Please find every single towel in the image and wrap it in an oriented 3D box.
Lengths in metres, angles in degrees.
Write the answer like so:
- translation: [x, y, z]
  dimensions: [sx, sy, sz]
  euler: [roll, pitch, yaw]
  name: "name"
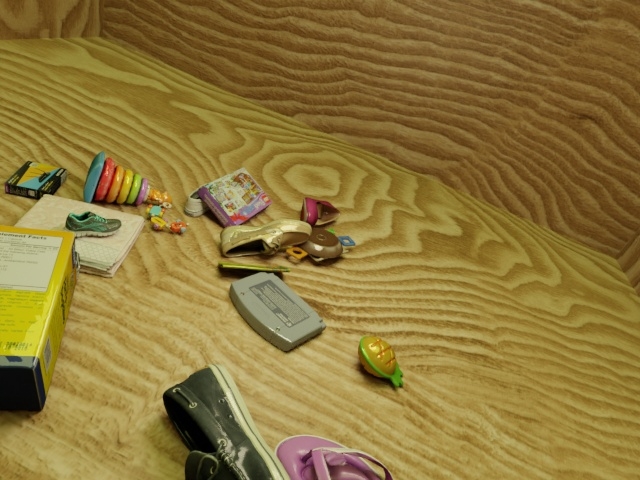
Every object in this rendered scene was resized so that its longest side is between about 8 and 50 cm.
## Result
- translation: [-0.227, 0.091, 1.489]
  dimensions: [0.237, 0.021, 0.102]
  euler: [6, -3, -23]
  name: "towel"
- translation: [-0.771, -0.028, 1.370]
  dimensions: [0.331, 0.053, 0.317]
  euler: [15, 31, -12]
  name: "towel"

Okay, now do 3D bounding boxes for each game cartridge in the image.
- translation: [-0.146, 0.217, 1.363]
  dimensions: [0.294, 0.060, 0.196]
  euler: [39, 32, 28]
  name: "game cartridge"

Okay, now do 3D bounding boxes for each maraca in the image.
- translation: [0.185, 0.362, 1.295]
  dimensions: [0.185, 0.099, 0.127]
  euler: [44, 26, -11]
  name: "maraca"

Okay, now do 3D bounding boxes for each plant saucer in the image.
- translation: [0.000, 0.000, 1.718]
  dimensions: [0.198, 0.036, 0.199]
  euler: [13, 30, -8]
  name: "plant saucer"

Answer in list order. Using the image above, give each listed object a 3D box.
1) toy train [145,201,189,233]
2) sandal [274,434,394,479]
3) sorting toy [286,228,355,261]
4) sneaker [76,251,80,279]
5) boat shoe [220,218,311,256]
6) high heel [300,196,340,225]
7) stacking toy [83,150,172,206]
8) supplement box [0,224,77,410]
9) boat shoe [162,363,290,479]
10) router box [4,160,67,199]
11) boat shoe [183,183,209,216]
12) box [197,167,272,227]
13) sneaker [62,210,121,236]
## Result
- translation: [-0.565, -0.072, 1.575]
  dimensions: [0.125, 0.046, 0.166]
  euler: [-10, 46, -43]
  name: "toy train"
- translation: [0.069, 0.490, 0.880]
  dimensions: [0.416, 0.102, 0.169]
  euler: [15, 19, 43]
  name: "sandal"
- translation: [-0.013, 0.025, 1.755]
  dimensions: [0.347, 0.047, 0.196]
  euler: [-14, 41, -44]
  name: "sorting toy"
- translation: [-0.768, 0.052, 1.192]
  dimensions: [0.163, 0.086, 0.226]
  euler: [-26, 65, -39]
  name: "sneaker"
- translation: [-0.193, 0.005, 1.592]
  dimensions: [0.341, 0.122, 0.110]
  euler: [-7, 49, -11]
  name: "boat shoe"
- translation: [0.009, -0.117, 1.834]
  dimensions: [0.181, 0.127, 0.377]
  euler: [9, 14, -3]
  name: "high heel"
- translation: [-0.700, -0.193, 1.600]
  dimensions: [0.301, 0.175, 0.166]
  euler: [17, 20, -31]
  name: "stacking toy"
- translation: [-0.672, 0.159, 0.934]
  dimensions: [0.194, 0.195, 0.357]
  euler: [8, 45, -21]
  name: "supplement box"
- translation: [-0.181, 0.455, 0.849]
  dimensions: [0.156, 0.187, 0.500]
  euler: [-10, 37, -34]
  name: "boat shoe"
- translation: [-1.001, -0.212, 1.525]
  dimensions: [0.133, 0.046, 0.179]
  euler: [11, 32, -16]
  name: "router box"
- translation: [-0.468, -0.188, 1.769]
  dimensions: [0.096, 0.088, 0.267]
  euler: [27, 31, 10]
  name: "boat shoe"
- translation: [-0.344, -0.174, 1.776]
  dimensions: [0.201, 0.057, 0.293]
  euler: [50, 33, -3]
  name: "box"
- translation: [-0.701, -0.056, 1.334]
  dimensions: [0.166, 0.076, 0.065]
  euler: [-9, 45, -42]
  name: "sneaker"
